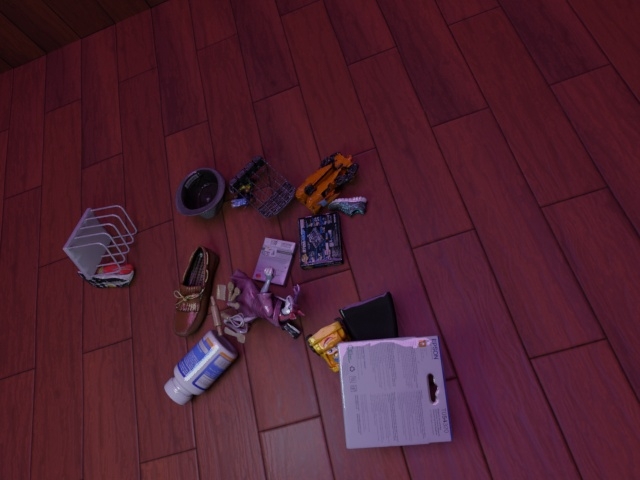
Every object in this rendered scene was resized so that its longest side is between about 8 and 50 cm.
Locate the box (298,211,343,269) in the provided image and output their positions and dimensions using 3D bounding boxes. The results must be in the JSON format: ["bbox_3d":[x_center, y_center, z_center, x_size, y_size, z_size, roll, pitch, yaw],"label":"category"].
[{"bbox_3d":[0.000,0.000,1.819,0.175,0.051,0.220,-9,67,12],"label":"box"}]

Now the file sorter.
[{"bbox_3d":[-0.960,-0.001,1.967,0.173,0.193,0.278,-10,41,6],"label":"file sorter"}]

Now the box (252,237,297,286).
[{"bbox_3d":[-0.189,0.089,1.845,0.145,0.038,0.186,9,71,19],"label":"box"}]

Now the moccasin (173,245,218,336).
[{"bbox_3d":[-0.528,0.208,1.834,0.139,0.147,0.380,12,73,20],"label":"moccasin"}]

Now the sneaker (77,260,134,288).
[{"bbox_3d":[-0.976,0.148,2.030,0.278,0.107,0.118,2,51,13],"label":"sneaker"}]

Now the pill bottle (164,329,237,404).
[{"bbox_3d":[-0.464,0.492,1.703,0.272,0.152,0.152,-46,65,-5],"label":"pill bottle"}]

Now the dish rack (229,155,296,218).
[{"bbox_3d":[-0.247,-0.226,1.912,0.271,0.074,0.208,42,80,14],"label":"dish rack"}]

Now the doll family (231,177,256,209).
[{"bbox_3d":[-0.340,-0.219,1.994,0.111,0.076,0.193,-7,72,8],"label":"doll family"}]

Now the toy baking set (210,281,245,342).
[{"bbox_3d":[-0.350,0.273,1.657,0.196,0.030,0.256,-32,65,42],"label":"toy baking set"}]

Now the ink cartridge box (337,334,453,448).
[{"bbox_3d":[0.230,0.477,1.409,0.329,0.071,0.324,-5,78,2],"label":"ink cartridge box"}]

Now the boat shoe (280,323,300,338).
[{"bbox_3d":[-0.137,0.338,1.730,0.125,0.046,0.038,34,76,16],"label":"boat shoe"}]

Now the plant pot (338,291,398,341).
[{"bbox_3d":[0.189,0.296,1.586,0.188,0.187,0.167,-20,77,7],"label":"plant pot"}]

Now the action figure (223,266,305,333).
[{"bbox_3d":[-0.214,0.242,1.629,0.370,0.248,0.276,17,74,46],"label":"action figure"}]

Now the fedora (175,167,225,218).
[{"bbox_3d":[-0.525,-0.196,2.004,0.243,0.124,0.276,-21,57,5],"label":"fedora"}]

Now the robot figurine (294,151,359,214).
[{"bbox_3d":[0.033,-0.252,1.875,0.291,0.085,0.211,-42,45,-3],"label":"robot figurine"}]

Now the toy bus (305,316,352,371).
[{"bbox_3d":[0.062,0.399,1.559,0.149,0.220,0.212,-30,71,-1],"label":"toy bus"}]

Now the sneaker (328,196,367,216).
[{"bbox_3d":[0.113,-0.135,1.836,0.166,0.065,0.076,-6,73,16],"label":"sneaker"}]
